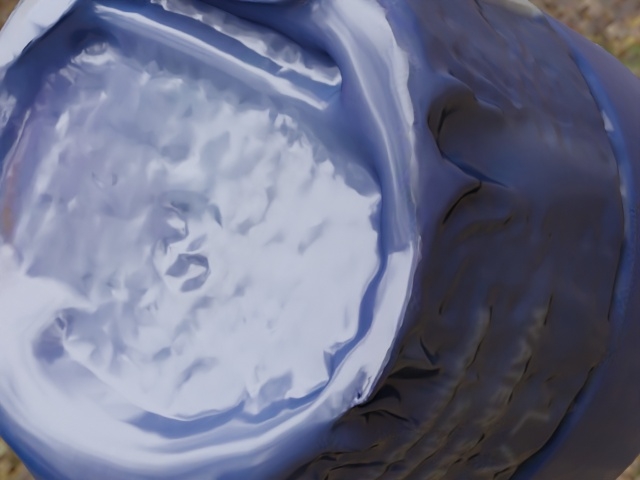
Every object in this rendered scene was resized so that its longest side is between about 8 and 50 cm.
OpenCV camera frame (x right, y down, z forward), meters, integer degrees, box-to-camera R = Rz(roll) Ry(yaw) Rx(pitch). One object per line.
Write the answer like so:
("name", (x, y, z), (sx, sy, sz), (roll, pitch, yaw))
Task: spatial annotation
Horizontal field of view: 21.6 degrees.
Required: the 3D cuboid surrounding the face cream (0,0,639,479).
("face cream", (0.000, 0.000, 0.682), (0.249, 0.225, 0.249), (-9, 76, 37))
